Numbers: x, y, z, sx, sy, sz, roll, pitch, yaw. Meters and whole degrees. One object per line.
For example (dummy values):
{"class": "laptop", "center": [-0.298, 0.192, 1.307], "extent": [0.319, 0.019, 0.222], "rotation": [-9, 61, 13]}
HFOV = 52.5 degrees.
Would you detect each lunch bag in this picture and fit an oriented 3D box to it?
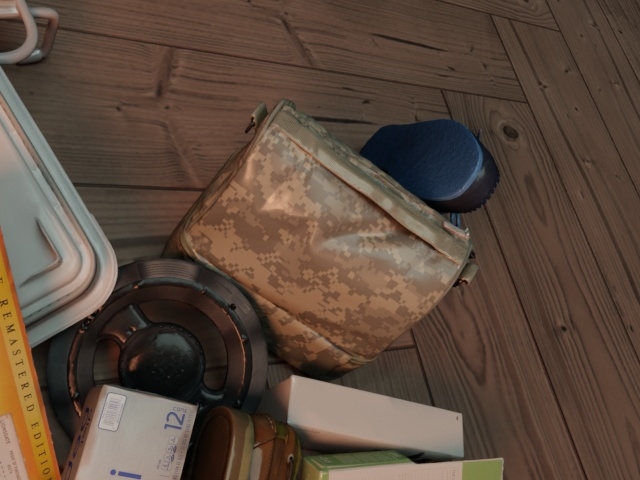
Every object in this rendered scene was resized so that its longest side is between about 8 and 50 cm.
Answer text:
{"class": "lunch bag", "center": [0.000, 0.000, 0.782], "extent": [0.305, 0.256, 0.212], "rotation": [36, 51, -10]}

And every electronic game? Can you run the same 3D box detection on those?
{"class": "electronic game", "center": [-0.169, 0.133, 0.693], "extent": [0.229, 0.048, 0.229], "rotation": [1, 86, -16]}

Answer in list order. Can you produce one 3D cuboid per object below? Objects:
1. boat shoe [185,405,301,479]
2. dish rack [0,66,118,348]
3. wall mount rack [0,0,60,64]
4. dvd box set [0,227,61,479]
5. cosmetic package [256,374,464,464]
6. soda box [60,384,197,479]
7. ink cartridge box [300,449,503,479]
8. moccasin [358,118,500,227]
{"class": "boat shoe", "center": [-0.085, 0.321, 0.618], "extent": [0.104, 0.111, 0.307], "rotation": [24, 72, -32]}
{"class": "dish rack", "center": [-0.388, -0.027, 0.606], "extent": [0.286, 0.072, 0.332], "rotation": [-31, 85, -16]}
{"class": "wall mount rack", "center": [-0.492, -0.307, 0.746], "extent": [0.304, 0.130, 0.350], "rotation": [-19, 75, -42]}
{"class": "dvd box set", "center": [-0.413, 0.151, 0.439], "extent": [0.420, 0.307, 0.062], "rotation": [-24, 35, -38]}
{"class": "cosmetic package", "center": [0.048, 0.226, 0.786], "extent": [0.239, 0.099, 0.060], "rotation": [18, 56, -22]}
{"class": "soda box", "center": [-0.196, 0.277, 0.568], "extent": [0.091, 0.098, 0.286], "rotation": [19, 70, -22]}
{"class": "ink cartridge box", "center": [0.090, 0.325, 0.726], "extent": [0.235, 0.056, 0.171], "rotation": [4, 89, -25]}
{"class": "moccasin", "center": [0.165, -0.100, 0.919], "extent": [0.117, 0.137, 0.342], "rotation": [39, 5, -21]}
